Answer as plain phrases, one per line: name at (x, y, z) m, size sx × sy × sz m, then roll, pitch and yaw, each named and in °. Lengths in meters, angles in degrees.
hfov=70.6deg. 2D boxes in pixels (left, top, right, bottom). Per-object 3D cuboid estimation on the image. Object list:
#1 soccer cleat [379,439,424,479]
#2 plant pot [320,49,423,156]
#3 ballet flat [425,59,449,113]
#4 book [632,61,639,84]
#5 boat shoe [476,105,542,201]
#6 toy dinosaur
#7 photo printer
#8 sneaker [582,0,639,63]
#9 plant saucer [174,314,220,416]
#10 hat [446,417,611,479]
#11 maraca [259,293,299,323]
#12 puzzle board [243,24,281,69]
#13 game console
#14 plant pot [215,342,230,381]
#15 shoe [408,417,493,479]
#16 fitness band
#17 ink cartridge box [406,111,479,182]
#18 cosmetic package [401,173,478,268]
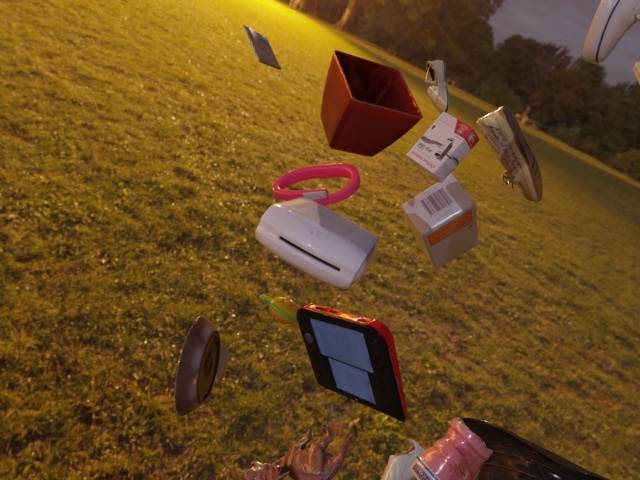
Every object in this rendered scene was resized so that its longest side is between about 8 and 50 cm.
soccer cleat at (0.171, 0.553, 1.065) m, size 0.196 × 0.068 × 0.076 m, roll -29°, pitch 78°, yaw -26°
plant pot at (0.141, -0.442, 1.548) m, size 0.268 × 0.235 × 0.266 m, roll 5°, pitch 52°, yaw -26°
ballet flat at (0.293, -0.391, 1.153) m, size 0.053 × 0.057 × 0.168 m, roll 5°, pitch 62°, yaw -3°
book at (0.715, -0.317, 0.923) m, size 0.097 × 0.035 × 0.144 m, roll -3°, pitch 58°, yaw 13°
boat shoe at (0.539, -0.233, 1.273) m, size 0.105 × 0.089 × 0.285 m, roll -36°, pitch 101°, yaw -49°
toy dinosaur at (-0.034, 0.591, 1.172) m, size 0.127 × 0.296 × 0.200 m, roll 64°, pitch 30°, yaw -3°
photo printer at (0.000, 0.000, 1.054) m, size 0.256 × 0.107 × 0.307 m, roll 29°, pitch 14°, yaw 7°
sneaker at (0.529, -0.405, 0.723) m, size 0.094 × 0.257 × 0.091 m, roll -13°, pitch 46°, yaw -42°
plant saucer at (-0.238, 0.250, 0.908) m, size 0.036 × 0.198 × 0.198 m, roll 8°, pitch 24°, yaw 4°
hat at (0.353, 0.448, 0.763) m, size 0.332 × 0.331 × 0.133 m, roll 28°, pitch 64°, yaw 12°
maraca at (-0.162, 0.270, 1.822) m, size 0.186 × 0.099 × 0.127 m, roll 32°, pitch -1°, yaw 7°
puzzle board at (-0.149, -0.490, 1.158) m, size 0.096 × 0.011 × 0.128 m, roll 65°, pitch 21°, yaw -2°
game console at (0.089, 0.378, 1.438) m, size 0.060 × 0.341 × 0.387 m, roll -26°, pitch 22°, yaw -39°
plant pot at (-0.357, 0.360, 1.402) m, size 0.109 × 0.096 × 0.109 m, roll 2°, pitch 37°, yaw 13°
shoe at (0.167, 0.270, 0.538) m, size 0.063 × 0.081 × 0.178 m, roll 42°, pitch -8°, yaw 42°
fitness band at (-0.014, -0.181, 1.462) m, size 0.291 × 0.054 × 0.209 m, roll 1°, pitch 34°, yaw 25°
ink cartridge box at (0.287, -0.220, 1.068) m, size 0.099 × 0.135 × 0.056 m, roll 46°, pitch 9°, yaw 37°
cosmetic package at (0.504, -0.058, 1.859) m, size 0.161 × 0.230 × 0.453 m, roll 61°, pitch 8°, yaw 27°
